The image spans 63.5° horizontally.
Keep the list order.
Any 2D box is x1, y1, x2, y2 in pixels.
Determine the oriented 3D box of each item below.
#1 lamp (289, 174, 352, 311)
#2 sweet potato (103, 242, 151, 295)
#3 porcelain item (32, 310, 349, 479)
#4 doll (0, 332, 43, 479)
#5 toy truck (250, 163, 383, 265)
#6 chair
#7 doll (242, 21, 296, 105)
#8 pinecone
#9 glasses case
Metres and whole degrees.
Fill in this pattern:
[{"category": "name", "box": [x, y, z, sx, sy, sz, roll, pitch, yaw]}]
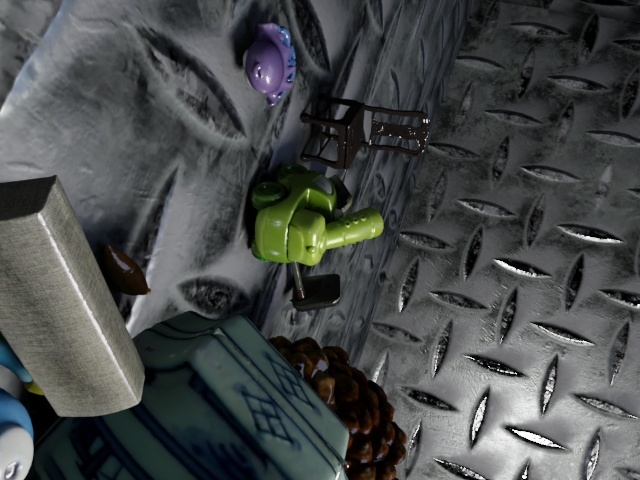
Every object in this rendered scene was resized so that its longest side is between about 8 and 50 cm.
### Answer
[{"category": "lamp", "box": [-0.007, -0.002, 1.168, 0.203, 0.124, 0.283, -87, -178, -63]}, {"category": "sweet potato", "box": [-0.219, 0.036, 0.578, 0.034, 0.034, 0.095, -63, 150, -33]}, {"category": "porcelain item", "box": [-0.131, 0.242, 0.541, 0.286, 0.281, 0.157, -43, 175, 17]}, {"category": "doll", "box": [-0.272, 0.111, 0.349, 0.346, 0.099, 0.341, -61, 159, -52]}, {"category": "toy truck", "box": [-0.022, -0.031, 0.897, 0.187, 0.210, 0.148, -30, 138, -42]}, {"category": "chair", "box": [0.087, -0.203, 1.010, 0.106, 0.229, 0.113, 90, 20, -44]}, {"category": "doll", "box": [-0.066, -0.256, 0.745, 0.206, 0.067, 0.110, -66, 152, -63]}, {"category": "pinecone", "box": [-0.054, 0.374, 0.880, 0.398, 0.398, 0.397, 17, 90, -74]}, {"category": "glasses case", "box": [-0.190, 0.053, 0.373, 0.047, 0.071, 0.205, -105, -171, -48]}]
